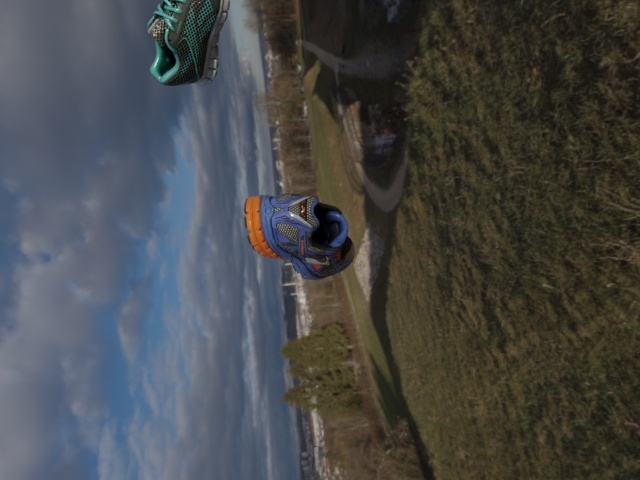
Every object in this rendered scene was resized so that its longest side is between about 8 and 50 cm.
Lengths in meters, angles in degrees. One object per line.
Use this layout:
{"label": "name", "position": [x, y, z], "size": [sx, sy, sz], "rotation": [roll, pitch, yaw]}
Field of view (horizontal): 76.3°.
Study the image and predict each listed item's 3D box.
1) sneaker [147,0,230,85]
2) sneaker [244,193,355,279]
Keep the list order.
{"label": "sneaker", "position": [-0.145, -0.232, 0.429], "size": [0.065, 0.076, 0.167], "rotation": [40, 139, 16]}
{"label": "sneaker", "position": [0.000, 0.000, 0.502], "size": [0.221, 0.087, 0.084], "rotation": [22, -118, -62]}
